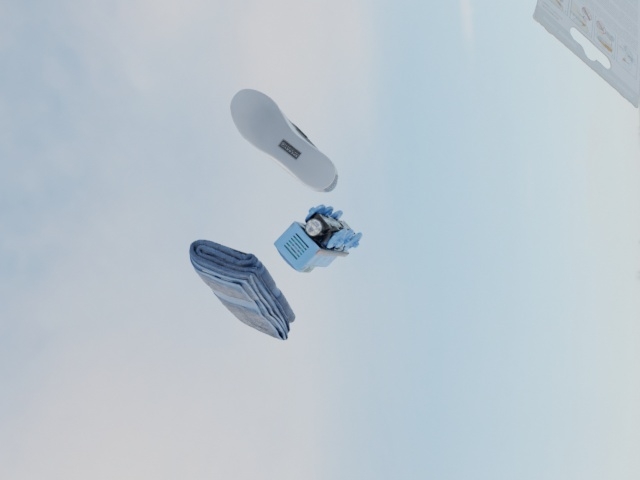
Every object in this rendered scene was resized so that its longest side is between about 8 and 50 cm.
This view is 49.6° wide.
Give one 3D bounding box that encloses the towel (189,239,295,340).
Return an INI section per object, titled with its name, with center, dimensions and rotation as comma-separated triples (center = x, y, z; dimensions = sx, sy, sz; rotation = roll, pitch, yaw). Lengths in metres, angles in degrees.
[towel]
center = -0.064, 0.043, 0.576
dimensions = 0.029, 0.067, 0.119
rotation = -63, -25, -21

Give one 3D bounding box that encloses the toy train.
[toy train]
center = 0.000, 0.000, 1.144
dimensions = 0.080, 0.105, 0.184
rotation = 49, -169, 14

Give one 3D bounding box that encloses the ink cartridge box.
[ink cartridge box]
center = 0.245, -0.219, 0.657
dimensions = 0.145, 0.045, 0.179
rotation = 31, -121, -22

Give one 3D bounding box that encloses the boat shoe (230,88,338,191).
[boat shoe]
center = -0.056, -0.161, 1.150
dimensions = 0.080, 0.228, 0.076
rotation = -50, -12, 0
